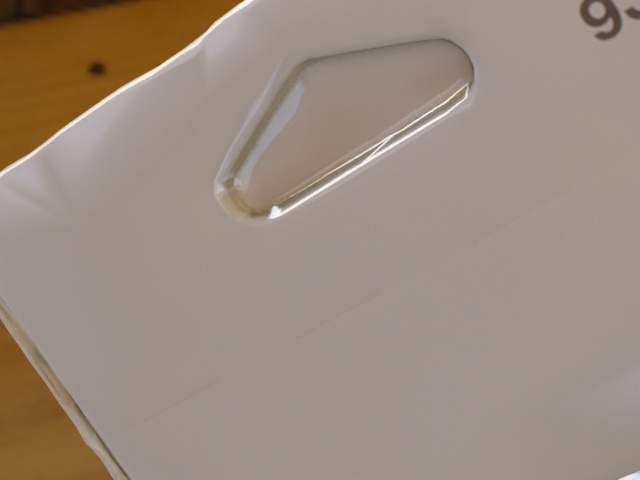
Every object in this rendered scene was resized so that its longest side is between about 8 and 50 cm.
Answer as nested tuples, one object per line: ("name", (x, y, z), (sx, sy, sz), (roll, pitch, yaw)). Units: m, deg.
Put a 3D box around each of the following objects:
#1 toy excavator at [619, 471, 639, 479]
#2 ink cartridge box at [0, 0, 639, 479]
("toy excavator", (0.382, 0.323, 1.327), (0.433, 0.445, 0.222), (46, 64, -28))
("ink cartridge box", (0.086, -0.052, 0.506), (0.129, 0.223, 0.307), (56, 35, -4))
